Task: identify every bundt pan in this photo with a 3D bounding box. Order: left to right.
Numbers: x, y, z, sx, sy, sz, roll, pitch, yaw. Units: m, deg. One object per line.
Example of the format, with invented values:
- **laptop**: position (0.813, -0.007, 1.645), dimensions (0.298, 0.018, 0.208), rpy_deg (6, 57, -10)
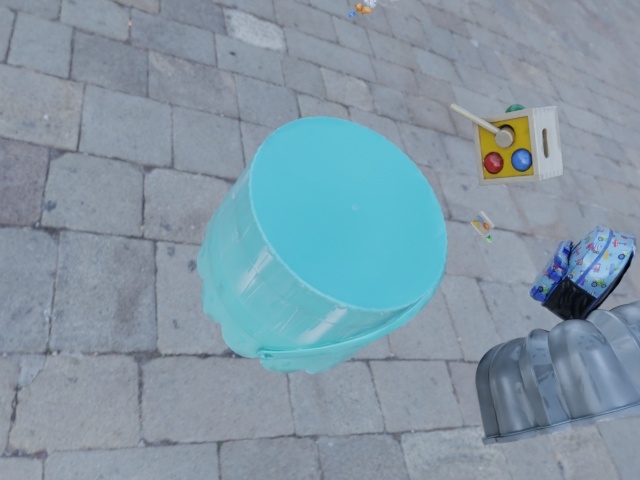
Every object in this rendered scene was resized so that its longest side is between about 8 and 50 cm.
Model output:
- **bundt pan**: position (0.360, 0.176, 0.718), dimensions (0.330, 0.331, 0.124), rpy_deg (-2, 65, -34)

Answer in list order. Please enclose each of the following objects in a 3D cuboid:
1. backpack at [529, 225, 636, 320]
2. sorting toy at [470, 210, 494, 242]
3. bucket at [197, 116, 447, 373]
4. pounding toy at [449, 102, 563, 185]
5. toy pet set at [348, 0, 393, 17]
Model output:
- **backpack**: position (0.478, 0.048, 0.940), dimensions (0.116, 0.173, 0.158), rpy_deg (34, 35, 18)
- **sorting toy**: position (0.463, -0.035, 1.472), dimensions (0.012, 0.062, 0.083), rpy_deg (-26, 71, -29)
- **bucket**: position (0.003, 0.005, 0.624), dimensions (0.280, 0.183, 0.282), rpy_deg (13, 58, -21)
- **pounding toy**: position (0.297, -0.162, 0.837), dimensions (0.100, 0.130, 0.141), rpy_deg (-16, 100, -37)
- **toy pet set**: position (0.122, -0.515, 1.056), dimensions (0.122, 0.114, 0.065), rpy_deg (-51, 132, -35)
